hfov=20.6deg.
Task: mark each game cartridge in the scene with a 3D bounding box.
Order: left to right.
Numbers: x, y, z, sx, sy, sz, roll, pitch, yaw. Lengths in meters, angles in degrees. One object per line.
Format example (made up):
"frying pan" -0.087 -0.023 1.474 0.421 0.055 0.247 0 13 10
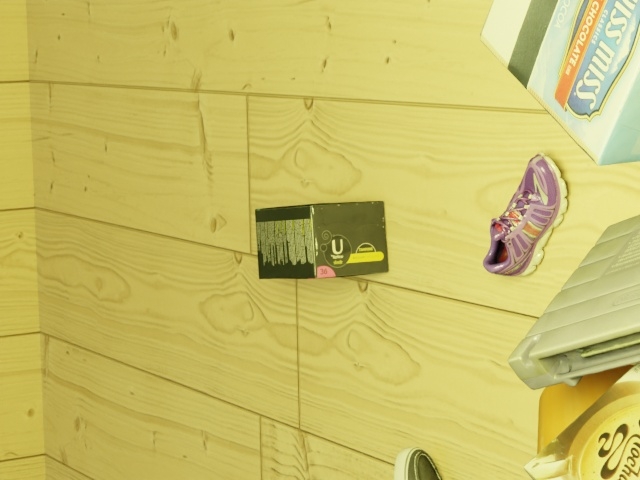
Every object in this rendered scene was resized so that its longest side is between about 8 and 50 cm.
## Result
"game cartridge" 0.355 0.030 1.707 0.068 0.230 0.355 51 149 -9

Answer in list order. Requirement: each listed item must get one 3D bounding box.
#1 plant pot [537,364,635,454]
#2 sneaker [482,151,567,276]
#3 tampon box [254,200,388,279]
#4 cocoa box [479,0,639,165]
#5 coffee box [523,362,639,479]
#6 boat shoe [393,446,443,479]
"plant pot" 0.313 0.243 1.887 0.205 0.205 0.188 123 147 -47
"sneaker" 0.237 -0.024 2.070 0.068 0.071 0.170 50 134 44
"tampon box" 0.000 0.000 2.422 0.161 0.120 0.101 -1 93 59
"cocoa box" 0.348 -0.277 1.686 0.228 0.231 0.347 54 138 39
"coffee box" 0.368 0.189 1.673 0.168 0.297 0.119 46 176 48
"boat shoe" 0.159 0.373 2.269 0.076 0.080 0.229 -24 70 40
